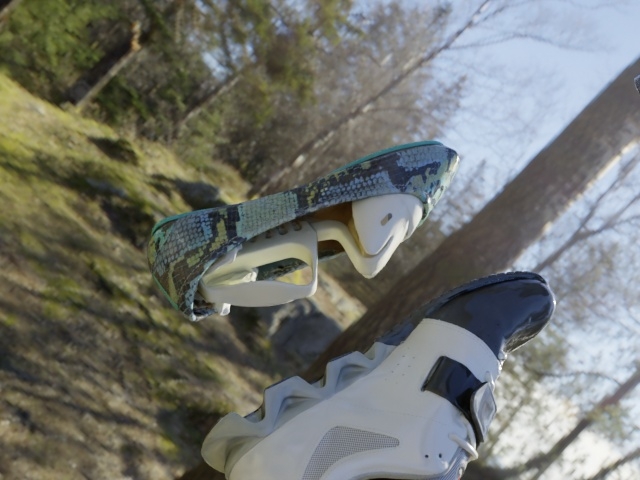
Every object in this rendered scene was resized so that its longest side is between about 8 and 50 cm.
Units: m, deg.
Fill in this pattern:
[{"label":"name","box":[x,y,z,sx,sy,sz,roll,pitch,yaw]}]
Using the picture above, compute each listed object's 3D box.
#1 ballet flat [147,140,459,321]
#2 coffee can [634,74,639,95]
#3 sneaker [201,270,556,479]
[{"label":"ballet flat","box":[0.000,0.000,0.501,0.070,0.188,0.070,161,-90,-82]},{"label":"coffee can","box":[0.446,-0.142,0.765,0.201,0.275,0.201,39,29,-26]},{"label":"sneaker","box":[0.084,0.145,0.718,0.146,0.330,0.122,49,-25,30]}]
